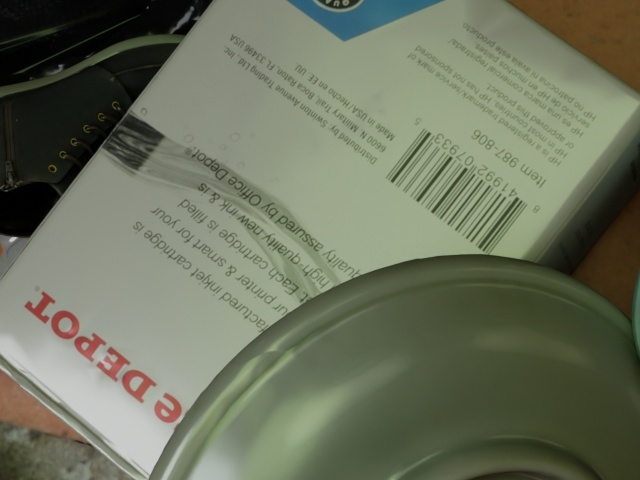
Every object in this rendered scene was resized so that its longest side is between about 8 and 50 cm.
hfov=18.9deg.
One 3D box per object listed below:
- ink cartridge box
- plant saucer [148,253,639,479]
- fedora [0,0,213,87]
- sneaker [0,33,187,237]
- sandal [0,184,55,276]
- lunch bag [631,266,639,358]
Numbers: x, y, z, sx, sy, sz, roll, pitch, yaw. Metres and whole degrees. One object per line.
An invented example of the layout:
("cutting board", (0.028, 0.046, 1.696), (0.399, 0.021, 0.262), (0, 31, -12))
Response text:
("ink cartridge box", (0.000, 0.000, 1.317), (0.285, 0.166, 0.395), (38, 89, 16))
("plant saucer", (0.079, 0.210, 1.194), (0.400, 0.400, 0.100), (-52, 31, -1))
("fedora", (-0.227, -0.213, 1.407), (0.334, 0.334, 0.152), (-33, 42, 5))
("sneaker", (-0.156, -0.068, 1.372), (0.222, 0.083, 0.118), (-19, 43, -10))
("sandal", (-0.266, 0.060, 1.441), (0.265, 0.076, 0.102), (-42, 49, 23))
("lunch bag", (0.318, -0.013, 1.251), (0.224, 0.108, 0.279), (19, 68, -18))
